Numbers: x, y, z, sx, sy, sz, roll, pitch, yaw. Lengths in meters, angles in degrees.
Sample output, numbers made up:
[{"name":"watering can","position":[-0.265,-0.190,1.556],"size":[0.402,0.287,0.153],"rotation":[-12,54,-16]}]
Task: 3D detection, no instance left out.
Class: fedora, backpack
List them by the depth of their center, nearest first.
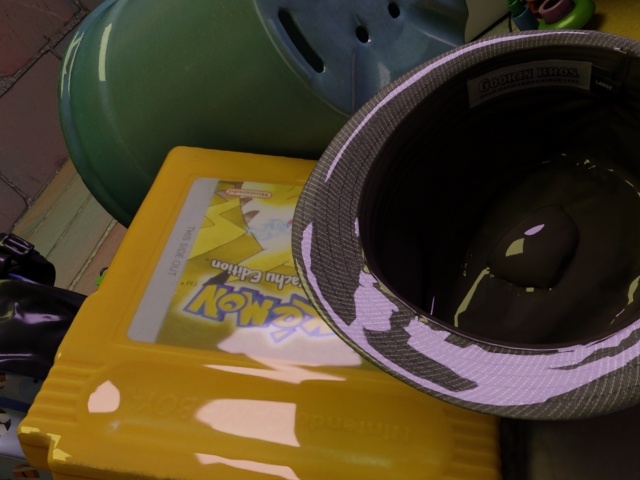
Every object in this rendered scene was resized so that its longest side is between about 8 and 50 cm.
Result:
[{"name":"fedora","position":[0.122,0.000,0.454],"size":[0.243,0.124,0.275],"rotation":[22,62,25]},{"name":"backpack","position":[-0.268,0.154,0.761],"size":[0.263,0.276,0.213],"rotation":[-18,48,50]}]

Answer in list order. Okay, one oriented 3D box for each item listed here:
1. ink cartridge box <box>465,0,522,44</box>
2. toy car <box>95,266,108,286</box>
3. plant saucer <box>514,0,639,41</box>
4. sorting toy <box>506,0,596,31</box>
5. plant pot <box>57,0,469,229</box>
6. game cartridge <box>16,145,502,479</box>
[{"name":"ink cartridge box","position":[0.209,-0.359,0.981],"size":[0.237,0.100,0.172],"rotation":[-34,26,24]},{"name":"toy car","position":[-0.346,0.096,1.191],"size":[0.225,0.053,0.239],"rotation":[-52,26,-17]},{"name":"plant saucer","position":[0.272,-0.175,0.614],"size":[0.333,0.081,0.333],"rotation":[-49,24,-10]},{"name":"sorting toy","position":[0.190,-0.204,0.640],"size":[0.061,0.042,0.102],"rotation":[-34,26,24]},{"name":"plant pot","position":[-0.050,-0.181,0.774],"size":[0.334,0.341,0.341],"rotation":[-20,33,52]},{"name":"game cartridge","position":[-0.018,0.048,0.540],"size":[0.285,0.053,0.324],"rotation":[6,38,5]}]
